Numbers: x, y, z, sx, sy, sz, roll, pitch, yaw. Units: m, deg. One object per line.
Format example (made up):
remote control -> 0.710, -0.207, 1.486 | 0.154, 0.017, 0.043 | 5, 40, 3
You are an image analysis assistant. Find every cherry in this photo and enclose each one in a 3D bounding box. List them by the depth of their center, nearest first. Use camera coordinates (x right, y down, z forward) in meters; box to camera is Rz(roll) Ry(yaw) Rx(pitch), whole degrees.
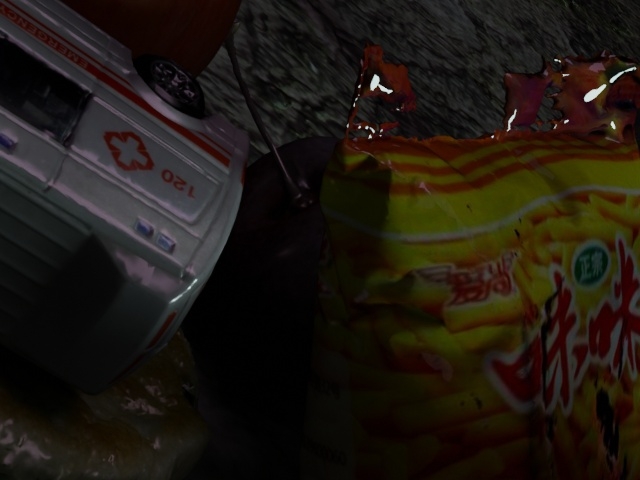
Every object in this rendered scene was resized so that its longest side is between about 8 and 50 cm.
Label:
cherry -> 0.007, 0.002, 0.740 | 0.148, 0.115, 0.188 | 18, 26, -23

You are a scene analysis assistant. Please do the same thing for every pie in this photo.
pie -> -0.118, 0.028, 0.568 | 0.187, 0.041, 0.187 | 36, 23, -18

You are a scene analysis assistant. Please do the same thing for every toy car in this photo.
toy car -> -0.126, -0.041, 0.511 | 0.209, 0.089, 0.108 | 35, 30, -16

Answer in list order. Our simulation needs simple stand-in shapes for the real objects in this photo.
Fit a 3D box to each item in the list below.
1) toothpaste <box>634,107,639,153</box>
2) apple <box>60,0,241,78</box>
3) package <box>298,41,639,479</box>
toothpaste -> 0.233, -0.076, 1.063 | 0.061, 0.266, 0.096 | 42, 21, -11
apple -> -0.129, -0.139, 0.694 | 0.209, 0.164, 0.209 | 31, 15, -9
package -> 0.062, 0.069, 0.617 | 0.223, 0.108, 0.288 | -7, 96, -58
